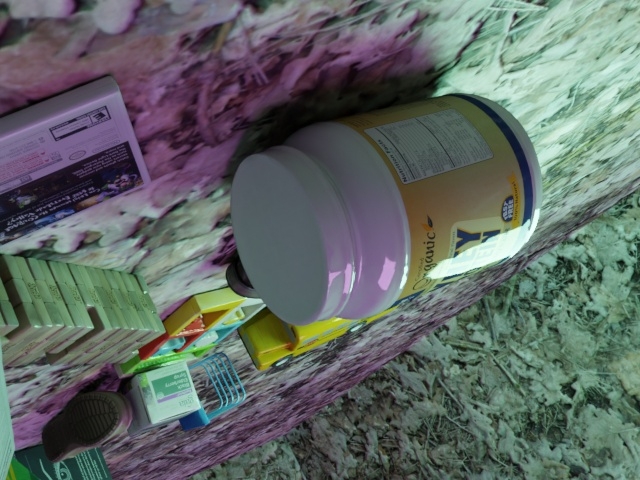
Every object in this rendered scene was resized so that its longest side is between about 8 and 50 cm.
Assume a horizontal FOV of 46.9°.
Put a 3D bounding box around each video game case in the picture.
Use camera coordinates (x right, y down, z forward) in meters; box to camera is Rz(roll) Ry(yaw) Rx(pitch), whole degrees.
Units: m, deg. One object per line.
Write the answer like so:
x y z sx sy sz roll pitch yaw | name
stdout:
-0.253 -0.057 0.649 0.191 0.022 0.173 -26 162 -13 | video game case

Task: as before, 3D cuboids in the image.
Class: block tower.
-0.308 0.085 0.851 0.097 0.090 0.335 -32 163 12 | block tower

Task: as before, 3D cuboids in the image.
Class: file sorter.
-0.239 0.306 1.505 0.105 0.118 0.170 -23 174 -29 | file sorter

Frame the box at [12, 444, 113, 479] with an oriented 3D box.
-0.567 0.515 1.575 0.108 0.153 0.207 -38 160 29 | box

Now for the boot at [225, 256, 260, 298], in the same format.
0.000 0.000 1.094 0.263 0.091 0.229 -11 157 -40 | boot

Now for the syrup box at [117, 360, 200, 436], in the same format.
-0.311 0.302 1.395 0.093 0.096 0.237 -14 167 -28 | syrup box

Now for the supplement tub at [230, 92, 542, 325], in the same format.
0.077 -0.040 0.868 0.316 0.228 0.228 -18 160 -32 | supplement tub

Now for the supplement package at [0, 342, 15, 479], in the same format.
-0.351 0.142 0.625 0.134 0.139 0.243 1 120 -11 | supplement package

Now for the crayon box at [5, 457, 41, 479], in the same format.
-0.503 0.285 0.890 0.203 0.323 0.083 5 106 -62 | crayon box

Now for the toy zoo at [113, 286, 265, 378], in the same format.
-0.205 0.148 1.296 0.293 0.030 0.192 -39 160 32 | toy zoo

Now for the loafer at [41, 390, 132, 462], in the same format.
-0.433 0.345 1.403 0.269 0.101 0.092 -30 167 36 | loafer

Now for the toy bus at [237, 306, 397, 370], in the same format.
0.007 0.139 1.474 0.333 0.108 0.130 -21 161 -25 | toy bus
